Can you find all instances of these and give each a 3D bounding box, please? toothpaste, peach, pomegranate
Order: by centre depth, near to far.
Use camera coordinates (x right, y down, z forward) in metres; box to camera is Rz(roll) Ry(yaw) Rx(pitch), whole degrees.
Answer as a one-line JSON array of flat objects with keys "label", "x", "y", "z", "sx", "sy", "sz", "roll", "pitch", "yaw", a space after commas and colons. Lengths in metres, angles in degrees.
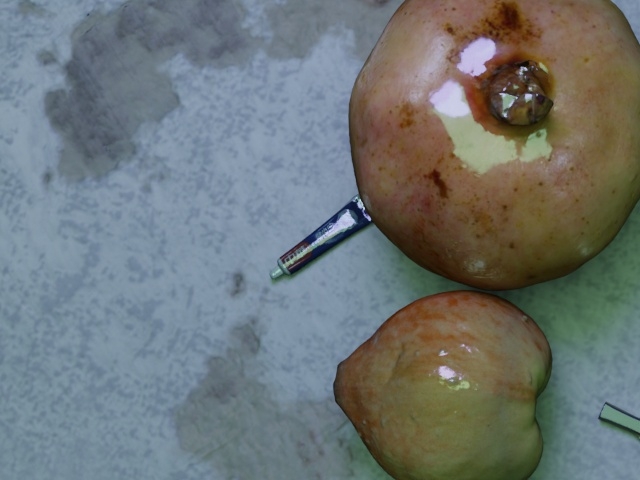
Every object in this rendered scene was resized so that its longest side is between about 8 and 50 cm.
[{"label": "pomegranate", "x": 0.183, "y": -0.122, "z": 1.643, "sx": 0.338, "sy": 0.338, "sz": 0.338, "roll": -3, "pitch": 78, "yaw": 12}, {"label": "peach", "x": 0.122, "y": 0.158, "z": 1.665, "sx": 0.232, "sy": 0.232, "sz": 0.232, "roll": -3, "pitch": 78, "yaw": 12}, {"label": "toothpaste", "x": 0.000, "y": 0.000, "z": 1.820, "sx": 0.140, "sy": 0.021, "sz": 0.037, "roll": -36, "pitch": 75, "yaw": 1}]

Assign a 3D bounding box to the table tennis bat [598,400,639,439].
[{"label": "table tennis bat", "x": 0.367, "y": 0.211, "z": 1.698, "sx": 0.158, "sy": 0.014, "sz": 0.095, "roll": 24, "pitch": 86, "yaw": 14}]
